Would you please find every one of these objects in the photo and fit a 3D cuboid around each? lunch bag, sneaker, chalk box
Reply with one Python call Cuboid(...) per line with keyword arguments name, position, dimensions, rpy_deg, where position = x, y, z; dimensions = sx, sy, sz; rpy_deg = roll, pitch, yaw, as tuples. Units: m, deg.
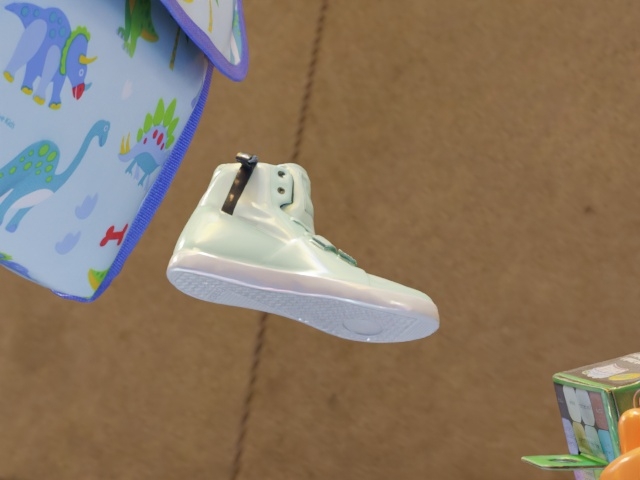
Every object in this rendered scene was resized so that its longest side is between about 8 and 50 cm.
Cuboid(name="lunch bag", position=(-0.080, -0.073, 0.475), dimensions=(0.096, 0.129, 0.151), rpy_deg=(23, 80, 21))
Cuboid(name="sneaker", position=(0.000, 0.000, 1.583), dimensions=(0.256, 0.094, 0.151), rpy_deg=(15, 64, 6))
Cuboid(name="chalk box", position=(0.263, 0.155, 1.292), dimensions=(0.213, 0.132, 0.132), rpy_deg=(-15, 93, -9))

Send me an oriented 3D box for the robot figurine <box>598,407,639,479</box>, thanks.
Cuboid(name="robot figurine", position=(0.257, 0.214, 1.135), dimensions=(0.158, 0.128, 0.219), rpy_deg=(0, 61, -7))
